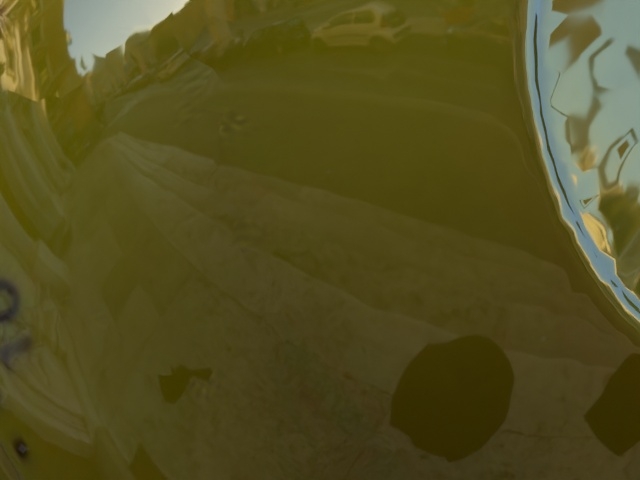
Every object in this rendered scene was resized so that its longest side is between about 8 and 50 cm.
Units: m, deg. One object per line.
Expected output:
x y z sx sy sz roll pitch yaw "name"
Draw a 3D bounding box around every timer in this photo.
0.000 0.000 0.648 0.376 0.376 0.387 28 -25 -28 "timer"
